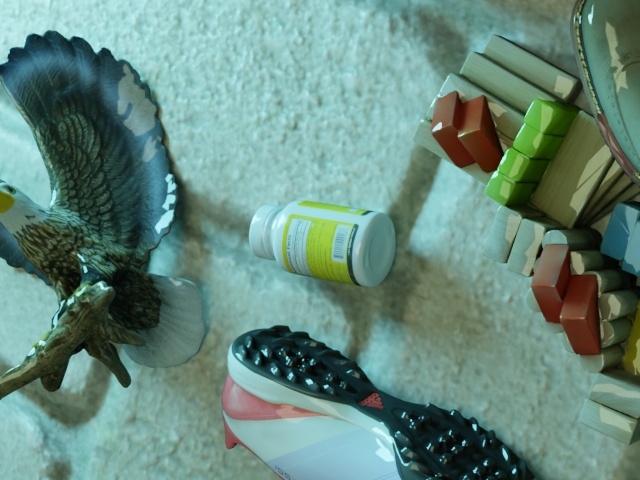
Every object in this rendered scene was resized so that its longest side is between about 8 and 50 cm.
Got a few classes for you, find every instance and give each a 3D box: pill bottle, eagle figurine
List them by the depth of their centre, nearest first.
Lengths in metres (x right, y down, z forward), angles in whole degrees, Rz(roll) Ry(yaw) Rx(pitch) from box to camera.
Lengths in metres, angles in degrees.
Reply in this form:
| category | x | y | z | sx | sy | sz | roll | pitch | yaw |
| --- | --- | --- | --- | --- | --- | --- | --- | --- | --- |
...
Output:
| category | x | y | z | sx | sy | sz | roll | pitch | yaw |
| --- | --- | --- | --- | --- | --- | --- | --- | --- | --- |
| pill bottle | 0.000 | 0.000 | 1.184 | 0.116 | 0.065 | 0.065 | 10 | 97 | 30 |
| eagle figurine | -0.241 | -0.018 | 1.282 | 0.226 | 0.225 | 0.298 | -12 | 47 | -8 |

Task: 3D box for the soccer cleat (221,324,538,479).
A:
| category | x | y | z | sx | sy | sz | roll | pitch | yaw |
| --- | --- | --- | --- | --- | --- | --- | --- | --- | --- |
| soccer cleat | 0.048 | 0.187 | 1.152 | 0.318 | 0.108 | 0.116 | 28 | 120 | 27 |

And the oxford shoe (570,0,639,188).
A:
| category | x | y | z | sx | sy | sz | roll | pitch | yaw |
| --- | --- | --- | --- | --- | --- | --- | --- | --- | --- |
| oxford shoe | 0.293 | -0.053 | 0.958 | 0.123 | 0.130 | 0.348 | -33 | 79 | 1 |

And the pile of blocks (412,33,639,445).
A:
| category | x | y | z | sx | sy | sz | roll | pitch | yaw |
| --- | --- | --- | --- | --- | --- | --- | --- | --- | --- |
| pile of blocks | 0.196 | -0.002 | 1.043 | 0.149 | 0.112 | 0.362 | -39 | 74 | 26 |
